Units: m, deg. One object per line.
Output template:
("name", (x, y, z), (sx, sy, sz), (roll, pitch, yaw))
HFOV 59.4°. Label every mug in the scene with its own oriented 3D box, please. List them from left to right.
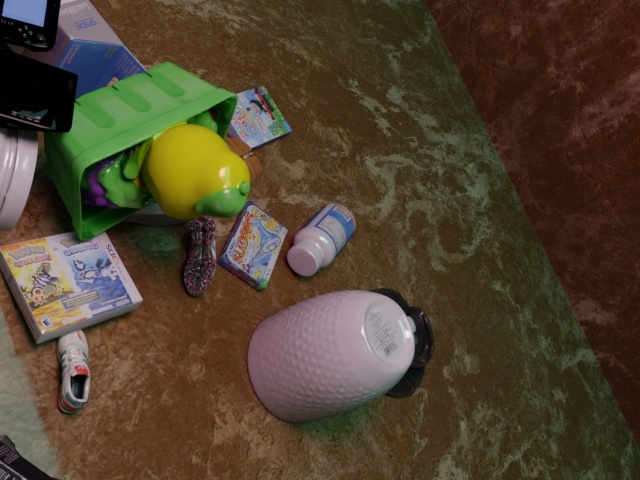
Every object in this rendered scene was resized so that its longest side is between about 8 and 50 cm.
("mug", (0.070, 0.247, 1.316), (0.374, 0.328, 0.276), (-9, 75, -47))

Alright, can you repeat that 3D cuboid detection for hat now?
("hat", (0.243, 0.276, 1.623), (0.331, 0.134, 0.331), (22, 54, -34))

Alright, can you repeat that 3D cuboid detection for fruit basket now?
("fruit basket", (-0.290, -0.140, 1.078), (0.392, 0.283, 0.392), (11, 55, -17))

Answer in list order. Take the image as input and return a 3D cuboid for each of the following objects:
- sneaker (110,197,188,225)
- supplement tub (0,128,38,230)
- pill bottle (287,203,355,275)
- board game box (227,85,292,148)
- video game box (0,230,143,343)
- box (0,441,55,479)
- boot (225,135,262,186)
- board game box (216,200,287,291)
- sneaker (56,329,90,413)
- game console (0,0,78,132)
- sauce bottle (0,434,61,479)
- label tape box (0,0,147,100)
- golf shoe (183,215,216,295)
("sneaker", (-0.386, -0.089, 1.227), (0.258, 0.094, 0.091), (4, 70, -43))
("supplement tub", (-0.651, -0.141, 0.886), (0.325, 0.235, 0.235), (14, 59, -40))
("pill bottle", (0.000, 0.000, 1.540), (0.124, 0.124, 0.221), (52, 43, -9))
("board game box", (-0.193, -0.347, 1.605), (0.211, 0.039, 0.160), (-37, 96, -48))
("video game box", (-0.472, 0.075, 1.065), (0.205, 0.048, 0.187), (-19, 69, -48))
("box", (-0.476, 0.432, 0.752), (0.184, 0.103, 0.261), (38, 69, -3))
("boot", (-0.271, -0.229, 1.406), (0.283, 0.109, 0.220), (54, 43, -11))
("board game box", (-0.170, 0.012, 1.430), (0.136, 0.035, 0.201), (38, 46, -24))
("sneaker", (-0.438, 0.226, 1.014), (0.057, 0.075, 0.161), (11, 61, -41))
("game console", (-0.511, -0.343, 0.926), (0.213, 0.044, 0.361), (13, 60, -36))
("sauce bottle", (-0.418, 0.460, 0.882), (0.344, 0.111, 0.111), (52, 42, -8))
("label tape box", (-0.544, -0.394, 1.129), (0.334, 0.240, 0.106), (51, 42, -10))
("golf shoe", (-0.271, 0.035, 1.290), (0.067, 0.086, 0.186), (7, 82, -6))
